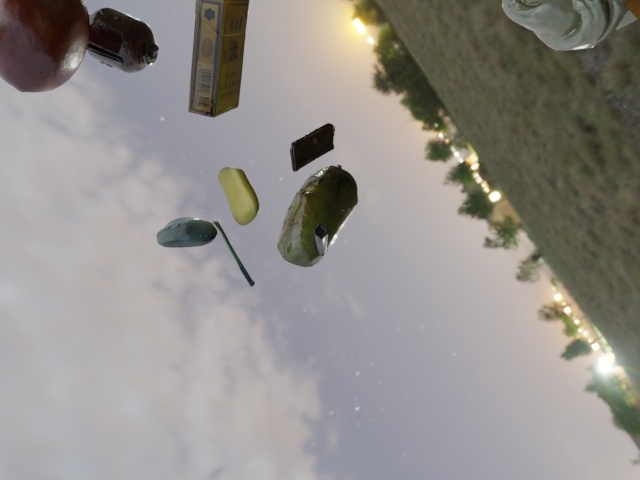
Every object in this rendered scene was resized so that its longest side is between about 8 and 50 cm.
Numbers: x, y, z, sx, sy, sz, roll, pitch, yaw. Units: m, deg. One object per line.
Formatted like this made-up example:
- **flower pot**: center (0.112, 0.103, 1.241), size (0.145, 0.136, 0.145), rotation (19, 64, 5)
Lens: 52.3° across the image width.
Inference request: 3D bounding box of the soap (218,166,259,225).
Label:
- **soap**: center (-0.197, -0.115, 1.588), size (0.033, 0.089, 0.168), rotation (12, -132, -52)

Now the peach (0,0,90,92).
- **peach**: center (-0.780, -0.566, 1.774), size (0.308, 0.308, 0.332), rotation (-5, -77, -74)

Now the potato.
- **potato**: center (-0.012, -0.056, 1.511), size (0.141, 0.176, 0.298), rotation (26, -131, 10)

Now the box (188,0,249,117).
- **box**: center (-0.273, -0.498, 1.749), size (0.084, 0.301, 0.193), rotation (13, -158, 8)

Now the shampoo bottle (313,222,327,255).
- **shampoo bottle**: center (0.000, 0.000, 1.314), size (0.137, 0.027, 0.048), rotation (91, 173, -75)

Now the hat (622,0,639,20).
- **hat**: center (0.668, -0.525, 1.287), size (0.244, 0.234, 0.233), rotation (62, -168, -9)

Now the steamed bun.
- **steamed bun**: center (0.711, -0.665, 1.731), size (0.342, 0.367, 0.255), rotation (30, 177, 44)

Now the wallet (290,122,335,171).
- **wallet**: center (-0.022, -0.275, 1.904), size (0.026, 0.176, 0.095), rotation (27, 136, 34)

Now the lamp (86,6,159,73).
- **lamp**: center (-0.621, -0.613, 2.011), size (0.258, 0.180, 0.180), rotation (26, -169, 10)

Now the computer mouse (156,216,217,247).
- **computer mouse**: center (-0.450, -0.033, 2.144), size (0.113, 0.229, 0.068), rotation (-73, -25, -44)

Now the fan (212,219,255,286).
- **fan**: center (-0.216, 0.033, 1.624), size (0.193, 0.016, 0.038), rotation (61, 164, -15)
